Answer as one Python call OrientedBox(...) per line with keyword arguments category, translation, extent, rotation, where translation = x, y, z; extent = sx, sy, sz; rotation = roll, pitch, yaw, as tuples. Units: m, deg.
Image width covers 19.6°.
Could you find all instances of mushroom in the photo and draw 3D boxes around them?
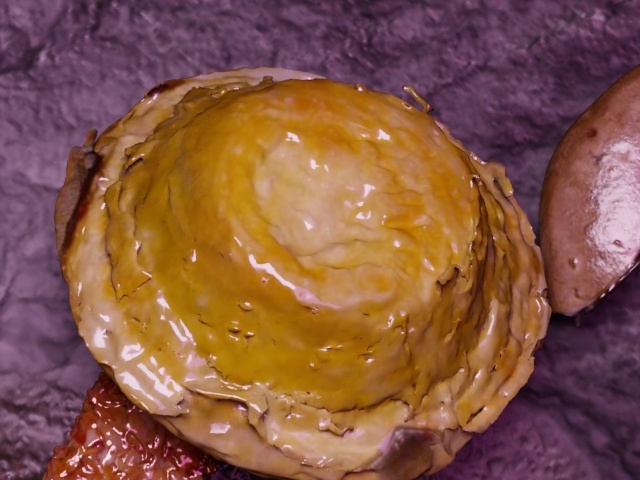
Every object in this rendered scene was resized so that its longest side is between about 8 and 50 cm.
OrientedBox(category="mushroom", translation=(0.198, -0.048, 1.136), extent=(0.210, 0.072, 0.094), rotation=(-42, 76, -15))

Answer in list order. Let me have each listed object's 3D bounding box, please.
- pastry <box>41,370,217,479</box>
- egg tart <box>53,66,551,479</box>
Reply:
OrientedBox(category="pastry", translation=(-0.099, 0.110, 1.063), extent=(0.087, 0.063, 0.169), rotation=(43, 69, -5))
OrientedBox(category="egg tart", translation=(0.000, 0.000, 1.037), extent=(0.295, 0.116, 0.294), rotation=(9, 57, -14))
